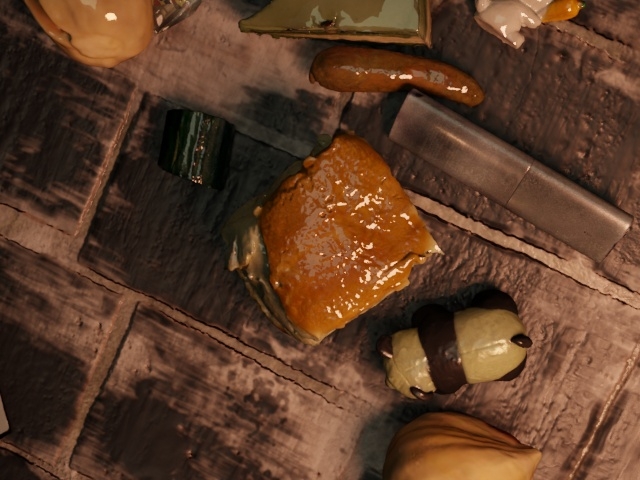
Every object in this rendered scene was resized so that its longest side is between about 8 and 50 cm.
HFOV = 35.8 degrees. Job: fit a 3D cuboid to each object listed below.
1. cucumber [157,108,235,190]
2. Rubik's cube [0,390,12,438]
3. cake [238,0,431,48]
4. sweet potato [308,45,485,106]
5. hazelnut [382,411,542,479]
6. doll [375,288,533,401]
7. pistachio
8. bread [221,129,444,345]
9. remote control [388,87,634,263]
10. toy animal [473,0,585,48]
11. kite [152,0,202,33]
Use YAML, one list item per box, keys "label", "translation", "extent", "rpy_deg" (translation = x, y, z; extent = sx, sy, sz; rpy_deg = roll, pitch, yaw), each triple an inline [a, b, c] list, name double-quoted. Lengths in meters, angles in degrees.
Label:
- label: "cucumber"
  translation: [-0.203, -0.147, 1.580]
  extent: [0.116, 0.062, 0.115]
  rpy_deg: [13, 91, 7]
- label: "Rubik's cube"
  translation: [-0.707, 0.240, 1.573]
  extent: [0.283, 0.293, 0.289]
  rpy_deg: [-15, 92, 8]
- label: "cake"
  translation: [0.023, -0.382, 1.486]
  extent: [0.283, 0.158, 0.172]
  rpy_deg: [3, 93, 13]
- label: "sweet potato"
  translation: [0.118, -0.255, 1.518]
  extent: [0.273, 0.075, 0.075]
  rpy_deg: [7, 94, 5]
- label: "hazelnut"
  translation: [0.211, 0.363, 1.445]
  extent: [0.241, 0.261, 0.261]
  rpy_deg: [-16, 90, 10]
- label: "doll"
  translation: [0.202, 0.162, 1.492]
  extent: [0.234, 0.135, 0.144]
  rpy_deg: [-15, 88, 14]
- label: "pistachio"
  translation: [-0.374, -0.406, 1.545]
  extent: [0.187, 0.187, 0.299]
  rpy_deg: [-33, 81, 10]
- label: "bread"
  translation: [0.000, 0.000, 1.467]
  extent: [0.279, 0.225, 0.250]
  rpy_deg: [-38, 93, 1]
- label: "remote control"
  translation: [0.280, -0.097, 1.490]
  extent: [0.377, 0.107, 0.044]
  rpy_deg: [31, 54, 7]
- label: "toy animal"
  translation: [0.309, -0.379, 1.447]
  extent: [0.127, 0.131, 0.182]
  rpy_deg: [36, 97, -37]
- label: "kite"
  translation: [-0.281, -0.460, 1.599]
  extent: [0.141, 0.015, 0.245]
  rpy_deg: [-38, 90, 8]
